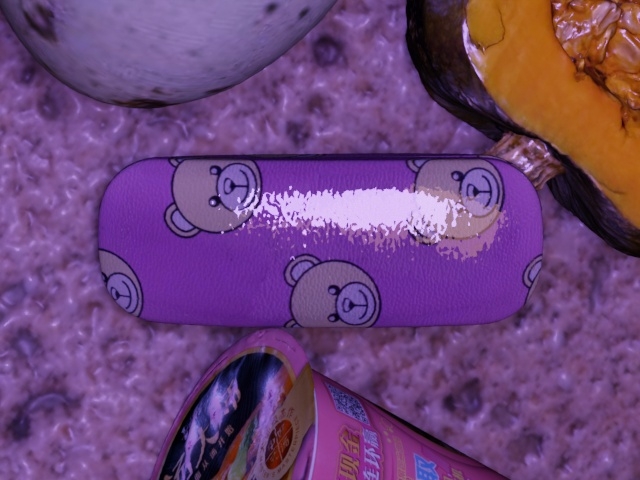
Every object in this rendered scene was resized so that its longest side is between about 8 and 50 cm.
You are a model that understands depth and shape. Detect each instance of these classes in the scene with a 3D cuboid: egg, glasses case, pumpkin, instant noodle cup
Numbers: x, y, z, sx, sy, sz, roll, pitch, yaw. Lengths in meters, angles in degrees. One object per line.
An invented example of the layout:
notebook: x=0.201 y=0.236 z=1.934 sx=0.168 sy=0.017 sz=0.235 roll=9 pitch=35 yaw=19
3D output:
egg: x=-0.080 y=-0.270 z=1.274 sx=0.288 sy=0.287 sz=0.379 roll=12 pitch=106 yaw=-17
glasses case: x=0.000 y=0.000 z=1.399 sx=0.316 sy=0.076 sz=0.123 roll=-1 pitch=101 yaw=2
pumpkin: x=0.196 y=-0.105 z=1.452 sx=0.317 sy=0.139 sz=0.222 roll=42 pitch=80 yaw=-19
instant noodle cup: x=0.029 y=0.215 z=1.399 sx=0.255 sy=0.244 sz=0.244 roll=24 pitch=88 yaw=-25
